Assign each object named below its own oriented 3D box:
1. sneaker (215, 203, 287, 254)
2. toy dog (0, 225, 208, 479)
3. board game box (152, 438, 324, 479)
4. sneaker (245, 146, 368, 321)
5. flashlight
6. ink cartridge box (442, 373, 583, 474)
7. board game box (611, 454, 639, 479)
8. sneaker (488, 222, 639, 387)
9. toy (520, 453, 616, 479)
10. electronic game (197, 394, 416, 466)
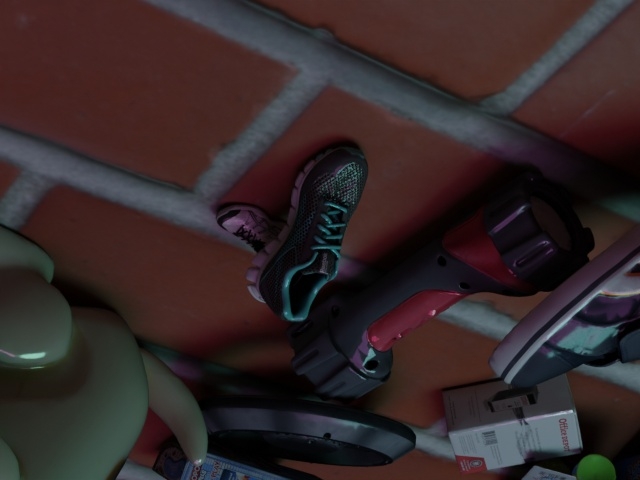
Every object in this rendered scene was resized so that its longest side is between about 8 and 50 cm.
[{"bbox_3d":[-0.054,-0.004,1.260,0.083,0.037,0.032,19,137,-26],"label":"sneaker"},{"bbox_3d":[-0.294,0.244,1.242,0.395,0.408,0.284,25,133,-32],"label":"toy dog"},{"bbox_3d":[-0.088,0.253,1.498,0.194,0.060,0.194,23,176,-33],"label":"board game box"},{"bbox_3d":[0.000,0.000,1.215,0.065,0.076,0.166,15,114,-31],"label":"sneaker"},{"bbox_3d":[0.106,0.055,1.305,0.103,0.103,0.304,24,132,-36],"label":"flashlight"},{"bbox_3d":[0.206,0.195,1.525,0.135,0.056,0.099,-11,142,7],"label":"ink cartridge box"},{"bbox_3d":[0.461,0.269,1.613,0.210,0.047,0.160,6,163,-14],"label":"board game box"},{"bbox_3d":[0.297,0.045,1.202,0.321,0.127,0.126,-39,166,7],"label":"sneaker"},{"bbox_3d":[0.289,0.277,1.620,0.137,0.056,0.237,14,163,1],"label":"toy"},{"bbox_3d":[-0.016,0.191,1.448,0.229,0.048,0.229,7,163,2],"label":"electronic game"}]
